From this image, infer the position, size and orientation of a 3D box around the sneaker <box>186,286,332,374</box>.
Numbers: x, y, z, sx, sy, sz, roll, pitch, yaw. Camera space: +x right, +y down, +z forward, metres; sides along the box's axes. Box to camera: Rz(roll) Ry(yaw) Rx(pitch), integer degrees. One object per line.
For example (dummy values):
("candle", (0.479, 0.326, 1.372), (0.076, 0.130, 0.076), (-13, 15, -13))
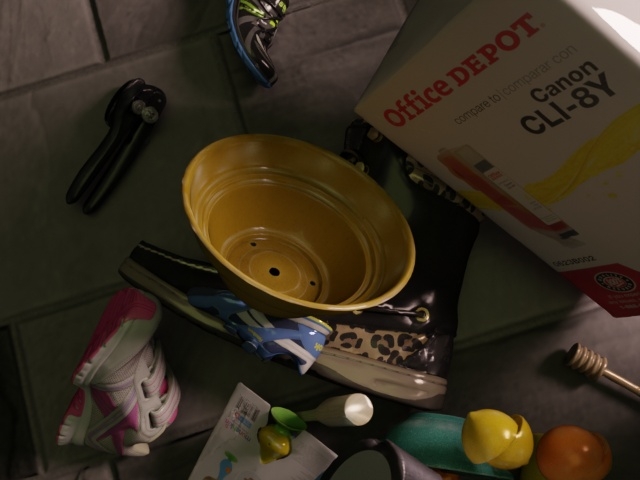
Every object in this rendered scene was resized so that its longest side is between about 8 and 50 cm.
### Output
("sneaker", (-0.063, 0.083, 0.634), (0.144, 0.053, 0.059), (20, 85, -2))

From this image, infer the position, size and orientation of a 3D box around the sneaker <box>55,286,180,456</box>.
("sneaker", (-0.196, 0.146, 0.701), (0.111, 0.252, 0.103), (22, 43, -10))

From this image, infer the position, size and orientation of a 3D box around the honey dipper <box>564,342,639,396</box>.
("honey dipper", (0.355, 0.166, 0.744), (0.161, 0.030, 0.030), (28, 81, 5))

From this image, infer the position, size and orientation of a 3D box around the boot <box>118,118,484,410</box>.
("boot", (0.000, 0.000, 0.740), (0.378, 0.138, 0.284), (21, 81, 4))

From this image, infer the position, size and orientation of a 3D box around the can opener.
("can opener", (-0.253, -0.116, 0.828), (0.059, 0.073, 0.186), (29, 82, -31))

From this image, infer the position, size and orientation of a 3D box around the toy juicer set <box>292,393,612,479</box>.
("toy juicer set", (0.119, 0.215, 0.654), (0.329, 0.209, 0.089), (7, 70, 4))

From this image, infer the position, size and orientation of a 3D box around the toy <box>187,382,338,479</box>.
("toy", (-0.078, 0.287, 0.716), (0.137, 0.056, 0.237), (31, 102, 24))

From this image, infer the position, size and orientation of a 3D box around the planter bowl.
("planter bowl", (-0.030, 0.005, 0.608), (0.217, 0.090, 0.217), (16, 40, -14))

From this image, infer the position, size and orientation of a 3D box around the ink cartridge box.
("ink cartridge box", (0.262, -0.107, 0.607), (0.385, 0.279, 0.160), (36, 69, -11))

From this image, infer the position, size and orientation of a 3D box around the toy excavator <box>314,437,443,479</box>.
("toy excavator", (-0.050, 0.409, 0.588), (0.222, 0.445, 0.432), (38, 58, -21))

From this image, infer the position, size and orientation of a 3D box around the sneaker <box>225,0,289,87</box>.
("sneaker", (-0.077, -0.285, 0.841), (0.078, 0.067, 0.188), (-10, 75, 7))
